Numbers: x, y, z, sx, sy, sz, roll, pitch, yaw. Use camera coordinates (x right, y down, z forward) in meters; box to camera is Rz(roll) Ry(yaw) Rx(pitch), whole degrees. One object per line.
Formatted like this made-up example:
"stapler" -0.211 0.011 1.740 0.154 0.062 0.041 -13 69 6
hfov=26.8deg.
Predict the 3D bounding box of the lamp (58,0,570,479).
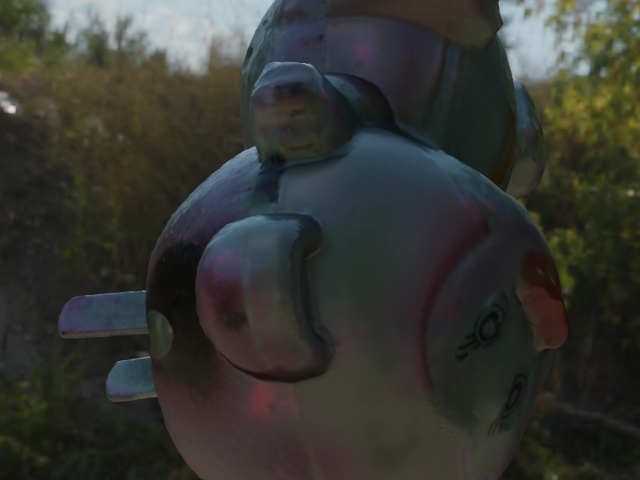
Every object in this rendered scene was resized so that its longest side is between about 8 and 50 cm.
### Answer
"lamp" 0.000 0.000 0.674 0.247 0.301 0.247 -6 -42 16
